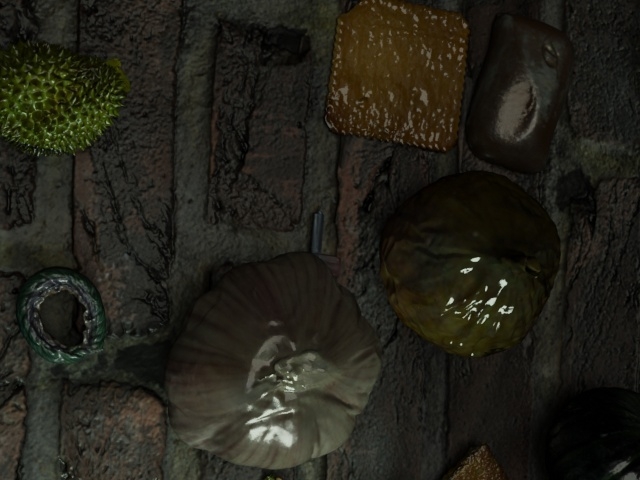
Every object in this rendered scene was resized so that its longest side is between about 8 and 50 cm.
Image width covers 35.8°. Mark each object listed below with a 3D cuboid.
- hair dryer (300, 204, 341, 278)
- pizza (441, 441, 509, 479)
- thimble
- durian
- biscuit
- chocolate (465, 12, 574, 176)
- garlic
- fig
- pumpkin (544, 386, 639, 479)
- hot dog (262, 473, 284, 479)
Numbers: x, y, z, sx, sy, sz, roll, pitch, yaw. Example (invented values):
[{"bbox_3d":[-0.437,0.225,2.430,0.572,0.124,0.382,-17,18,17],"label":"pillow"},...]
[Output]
[{"bbox_3d":[0.000,0.000,1.525,0.063,0.037,0.114,7,79,-19],"label":"hair dryer"},{"bbox_3d":[0.246,0.386,1.579,0.178,0.041,0.131,-5,92,-17],"label":"pizza"},{"bbox_3d":[-0.362,0.104,1.378,0.118,0.090,0.135,-16,95,-15],"label":"thimble"},{"bbox_3d":[-0.364,-0.192,1.359,0.198,0.146,0.159,7,88,-13],"label":"durian"},{"bbox_3d":[0.126,-0.270,1.583,0.232,0.013,0.237,8,85,-17],"label":"biscuit"},{"bbox_3d":[0.338,-0.242,1.611,0.161,0.083,0.262,15,84,-14],"label":"chocolate"},{"bbox_3d":[-0.064,0.180,1.380,0.317,0.259,0.318,2,82,-17],"label":"garlic"},{"bbox_3d":[0.247,0.045,1.432,0.286,0.368,0.286,-1,97,-11],"label":"fig"},{"bbox_3d":[0.468,0.355,1.566,0.249,0.216,0.250,10,53,-13],"label":"pumpkin"},{"bbox_3d":[-0.066,0.391,1.494,0.037,0.021,0.083,-8,93,4],"label":"hot dog"}]
